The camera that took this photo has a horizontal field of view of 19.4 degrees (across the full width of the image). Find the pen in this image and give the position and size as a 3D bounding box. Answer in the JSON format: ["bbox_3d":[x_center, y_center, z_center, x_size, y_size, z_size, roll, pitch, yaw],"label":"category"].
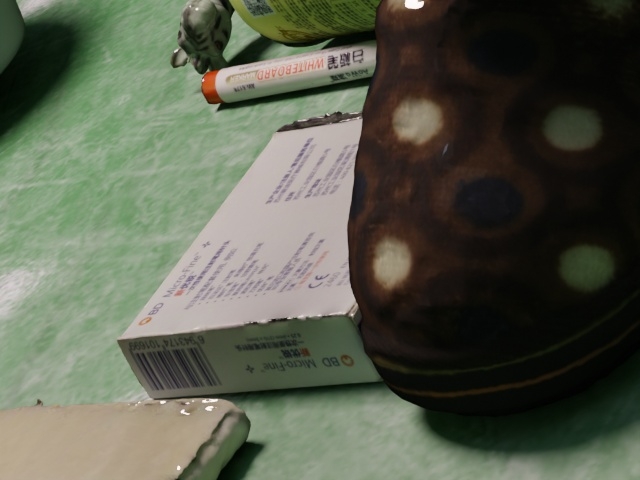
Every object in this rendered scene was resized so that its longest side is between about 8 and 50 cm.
[{"bbox_3d":[0.011,-0.119,1.265,0.239,0.028,0.028,-6,34,41],"label":"pen"}]

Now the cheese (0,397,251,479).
[{"bbox_3d":[-0.205,0.126,1.030,0.400,0.034,0.085,-6,33,41],"label":"cheese"}]

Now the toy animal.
[{"bbox_3d":[-0.035,-0.250,1.393,0.090,0.170,0.255,29,53,31],"label":"toy animal"}]

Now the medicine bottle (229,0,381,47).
[{"bbox_3d":[0.038,-0.197,1.234,0.124,0.124,0.239,-43,20,-26],"label":"medicine bottle"}]

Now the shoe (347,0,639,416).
[{"bbox_3d":[0.106,-0.120,0.886,0.171,0.237,0.384,3,51,44],"label":"shoe"}]

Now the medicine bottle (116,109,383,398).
[{"bbox_3d":[0.000,0.000,1.028,0.171,0.052,0.201,-9,33,37],"label":"medicine bottle"}]

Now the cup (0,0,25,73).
[{"bbox_3d":[-0.390,-0.157,1.597,0.347,0.163,0.347,-23,27,12],"label":"cup"}]
